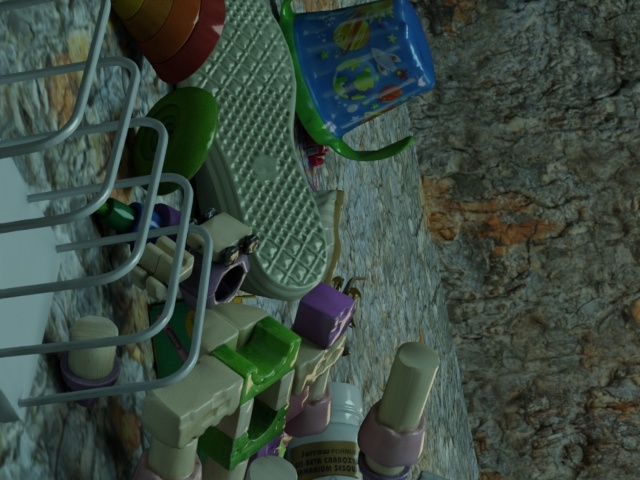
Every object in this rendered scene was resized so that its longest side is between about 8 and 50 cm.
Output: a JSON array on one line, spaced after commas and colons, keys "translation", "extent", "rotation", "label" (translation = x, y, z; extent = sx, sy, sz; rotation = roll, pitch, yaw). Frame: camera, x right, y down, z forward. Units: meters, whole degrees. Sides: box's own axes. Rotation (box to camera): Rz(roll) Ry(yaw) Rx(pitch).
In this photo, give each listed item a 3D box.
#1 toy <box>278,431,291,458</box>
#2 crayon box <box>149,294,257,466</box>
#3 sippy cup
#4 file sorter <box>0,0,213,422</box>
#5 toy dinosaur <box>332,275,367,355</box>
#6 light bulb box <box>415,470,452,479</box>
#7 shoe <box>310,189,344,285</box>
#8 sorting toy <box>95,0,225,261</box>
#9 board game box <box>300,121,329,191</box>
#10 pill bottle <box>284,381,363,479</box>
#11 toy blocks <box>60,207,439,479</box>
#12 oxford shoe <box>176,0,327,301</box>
[{"translation": [-0.066, 0.267, 1.761], "extent": [0.137, 0.056, 0.237], "rotation": [-80, 158, -60], "label": "toy"}, {"translation": [-0.113, 0.201, 1.526], "extent": [0.165, 0.081, 0.278], "rotation": [11, 71, -77], "label": "crayon box"}, {"translation": [0.069, -0.305, 2.314], "extent": [0.305, 0.224, 0.240], "rotation": [53, 24, -49], "label": "sippy cup"}, {"translation": [-0.206, -0.026, 1.040], "extent": [0.192, 0.173, 0.277], "rotation": [-86, 163, -44], "label": "file sorter"}, {"translation": [0.043, 0.108, 2.412], "extent": [0.112, 0.064, 0.211], "rotation": [95, 7, -49], "label": "toy dinosaur"}, {"translation": [0.174, 0.560, 1.955], "extent": [0.358, 0.225, 0.361], "rotation": [1, 106, -79], "label": "light bulb box"}, {"translation": [0.000, 0.000, 2.282], "extent": [0.076, 0.058, 0.219], "rotation": [115, -13, -48], "label": "shoe"}, {"translation": [-0.192, -0.149, 1.442], "extent": [0.126, 0.127, 0.365], "rotation": [29, 50, -37], "label": "sorting toy"}, {"translation": [-0.003, -0.170, 2.417], "extent": [0.133, 0.033, 0.168], "rotation": [65, 20, -52], "label": "board game box"}, {"translation": [0.014, 0.324, 1.911], "extent": [0.131, 0.131, 0.229], "rotation": [59, 25, -61], "label": "pill bottle"}, {"translation": [-0.091, 0.187, 1.299], "extent": [0.289, 0.309, 0.260], "rotation": [-32, 146, -44], "label": "toy blocks"}, {"translation": [-0.106, -0.128, 1.721], "extent": [0.130, 0.169, 0.449], "rotation": [-35, -115, 57], "label": "oxford shoe"}]
